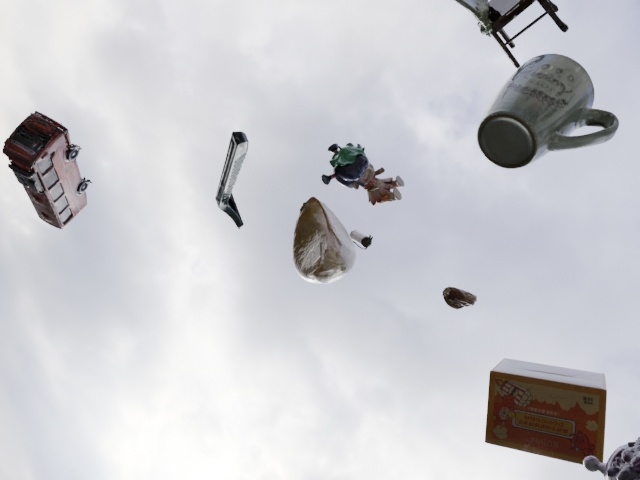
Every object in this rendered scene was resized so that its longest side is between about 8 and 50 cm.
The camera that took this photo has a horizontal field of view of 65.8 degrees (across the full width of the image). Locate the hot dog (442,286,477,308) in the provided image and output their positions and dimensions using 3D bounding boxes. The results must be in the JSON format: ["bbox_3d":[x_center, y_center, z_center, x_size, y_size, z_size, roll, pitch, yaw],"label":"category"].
[{"bbox_3d":[0.322,0.133,1.139,0.058,0.083,0.035,-38,-143,52],"label":"hot dog"}]

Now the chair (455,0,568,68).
[{"bbox_3d":[0.474,-0.632,1.299,0.319,0.160,0.186,34,-48,-24],"label":"chair"}]

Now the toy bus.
[{"bbox_3d":[-0.447,-0.109,0.823,0.073,0.096,0.235,27,-28,-1],"label":"toy bus"}]

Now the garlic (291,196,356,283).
[{"bbox_3d":[0.004,0.014,1.097,0.245,0.145,0.164,-107,-178,-58],"label":"garlic"}]

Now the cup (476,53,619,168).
[{"bbox_3d":[0.482,-0.254,1.053,0.258,0.234,0.186,26,-36,29],"label":"cup"}]

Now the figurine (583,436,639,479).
[{"bbox_3d":[0.448,0.289,0.565,0.133,0.193,0.274,53,-15,12],"label":"figurine"}]

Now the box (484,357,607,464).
[{"bbox_3d":[0.625,0.465,1.369,0.283,0.259,0.214,2,-92,29],"label":"box"}]

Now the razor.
[{"bbox_3d":[-0.113,-0.076,0.626,0.066,0.033,0.190,67,-21,15],"label":"razor"}]

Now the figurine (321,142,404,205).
[{"bbox_3d":[0.098,-0.150,1.179,0.195,0.112,0.102,38,-40,-25],"label":"figurine"}]

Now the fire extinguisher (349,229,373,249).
[{"bbox_3d":[0.153,-0.003,1.834,0.158,0.043,0.064,-142,-113,-69],"label":"fire extinguisher"}]
